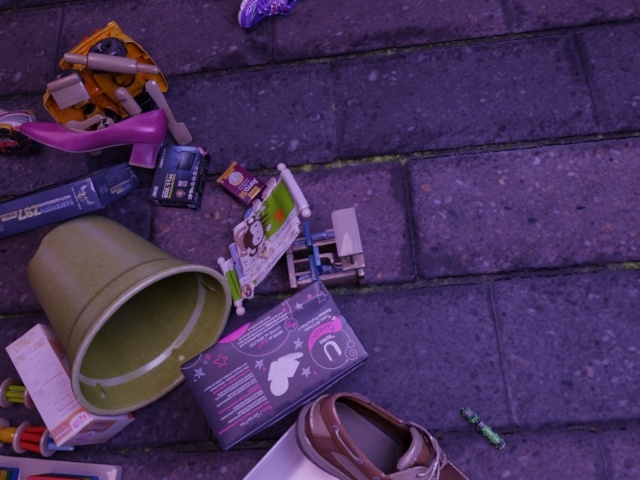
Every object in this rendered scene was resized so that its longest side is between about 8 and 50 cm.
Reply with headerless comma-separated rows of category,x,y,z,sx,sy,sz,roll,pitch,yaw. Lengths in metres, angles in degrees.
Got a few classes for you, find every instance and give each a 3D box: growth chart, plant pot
growth chart,-0.104,-0.009,0.914,0.237,0.021,0.172,-54,42,13
plant pot,-0.335,0.094,0.865,0.254,0.276,0.276,35,78,29

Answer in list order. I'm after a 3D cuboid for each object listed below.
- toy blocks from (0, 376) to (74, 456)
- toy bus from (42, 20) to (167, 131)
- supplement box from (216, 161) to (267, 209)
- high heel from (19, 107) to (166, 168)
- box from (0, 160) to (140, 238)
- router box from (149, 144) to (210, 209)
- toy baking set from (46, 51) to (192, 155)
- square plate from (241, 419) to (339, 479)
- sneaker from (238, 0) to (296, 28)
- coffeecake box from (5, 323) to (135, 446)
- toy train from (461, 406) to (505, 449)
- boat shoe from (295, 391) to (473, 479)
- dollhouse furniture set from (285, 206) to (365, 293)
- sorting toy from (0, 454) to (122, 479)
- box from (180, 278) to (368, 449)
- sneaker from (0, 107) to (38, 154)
toy blocks,-0.479,0.302,0.899,0.148,0.054,0.123,3,72,8
toy bus,-0.464,-0.345,1.085,0.220,0.149,0.211,-37,58,-4
supplement box,-0.148,-0.102,1.005,0.083,0.043,0.055,36,77,16
high heel,-0.413,-0.215,0.968,0.244,0.082,0.117,12,105,-16
box,-0.447,-0.080,0.942,0.183,0.233,0.059,-17,106,0
router box,-0.275,-0.125,1.031,0.092,0.038,0.122,4,71,9
toy baking set,-0.379,-0.257,1.010,0.256,0.197,0.030,-1,34,-16
square plate,-0.008,0.485,0.757,0.344,0.049,0.347,42,70,17
sneaker,-0.103,-0.512,1.132,0.170,0.068,0.071,-38,77,-7
coffeecake box,-0.408,0.239,0.865,0.068,0.142,0.185,-38,71,-6
toy train,0.258,0.296,0.828,0.083,0.024,0.017,42,80,18
boat shoe,0.118,0.324,0.744,0.324,0.116,0.123,30,45,-4
dollhouse furniture set,0.000,0.000,0.877,0.129,0.184,0.129,-11,69,3
sorting toy,-0.471,0.481,0.817,0.257,0.089,0.255,2,71,7
box,-0.061,0.197,0.828,0.247,0.163,0.142,-31,74,-4
sneaker,-0.698,-0.229,1.107,0.225,0.088,0.093,0,51,7
